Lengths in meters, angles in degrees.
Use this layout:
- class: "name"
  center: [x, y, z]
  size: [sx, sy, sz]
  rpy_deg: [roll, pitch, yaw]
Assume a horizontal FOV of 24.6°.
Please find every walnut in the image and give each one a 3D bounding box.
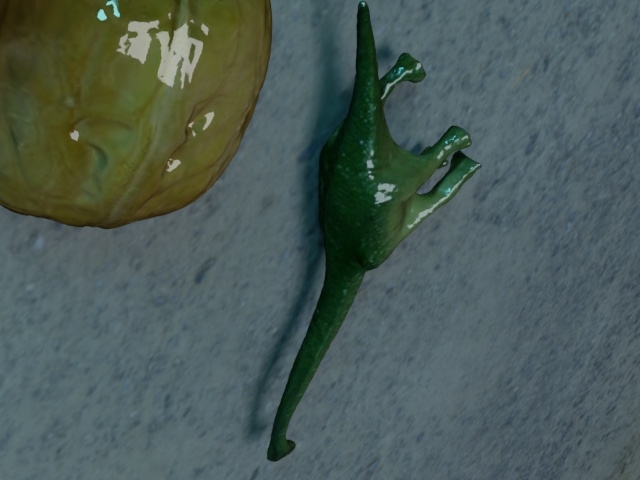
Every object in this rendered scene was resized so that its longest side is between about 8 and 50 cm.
- class: "walnut"
  center: [-0.125, -0.112, 0.865]
  size: [0.193, 0.193, 0.226]
  rpy_deg: [-25, 142, -39]

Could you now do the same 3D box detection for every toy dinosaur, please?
- class: "toy dinosaur"
  center: [0.000, 0.000, 1.247]
  size: [0.301, 0.087, 0.447]
  rpy_deg: [-41, 145, -9]
